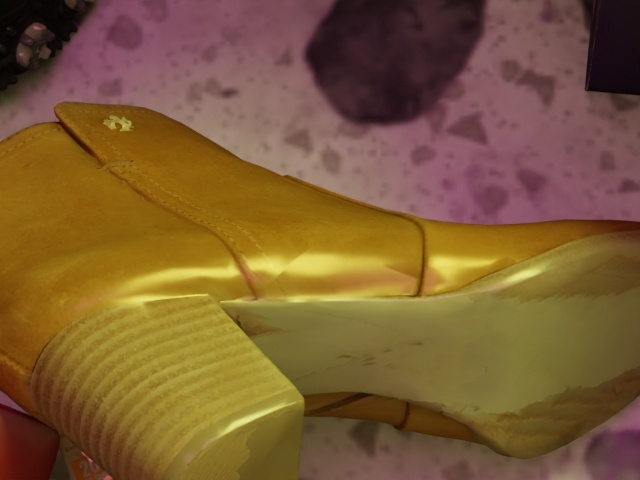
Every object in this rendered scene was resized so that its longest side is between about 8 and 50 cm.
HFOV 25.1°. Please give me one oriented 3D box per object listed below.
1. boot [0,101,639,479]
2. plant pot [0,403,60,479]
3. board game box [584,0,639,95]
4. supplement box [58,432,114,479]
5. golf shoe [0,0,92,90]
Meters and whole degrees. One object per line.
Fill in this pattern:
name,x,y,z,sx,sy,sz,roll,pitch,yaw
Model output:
boot,-0.001,0.001,0.579,0.295,0.104,0.211,-13,39,-34
plant pot,-0.214,0.119,0.533,0.191,0.191,0.174,17,79,13
board game box,0.182,-0.101,0.580,0.141,0.170,0.048,5,78,9
supplement box,-0.089,0.058,0.619,0.062,0.036,0.098,-24,67,-4
golf shoe,-0.194,-0.103,0.665,0.120,0.105,0.273,22,72,22
